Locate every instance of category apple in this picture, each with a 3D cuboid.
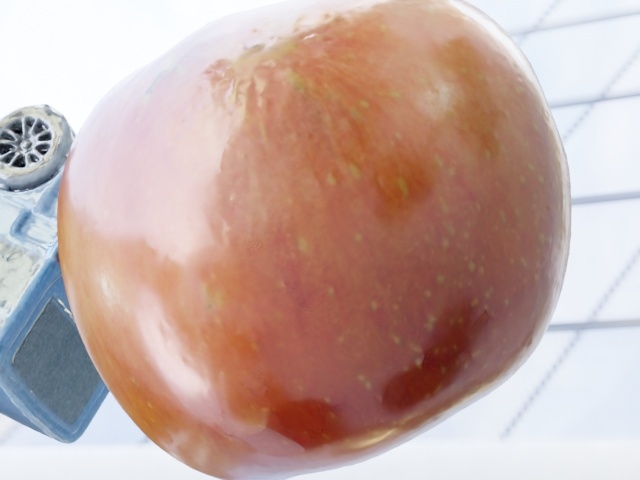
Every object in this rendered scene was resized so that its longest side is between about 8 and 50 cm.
[{"bbox_3d":[0.000,0.000,0.610,0.163,0.163,0.139,-7,-103,-51],"label":"apple"}]

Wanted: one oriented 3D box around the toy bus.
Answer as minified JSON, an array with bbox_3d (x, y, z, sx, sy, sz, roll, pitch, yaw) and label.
[{"bbox_3d":[-0.196,-0.006,0.945,0.133,0.234,0.116,-60,-27,-17],"label":"toy bus"}]
